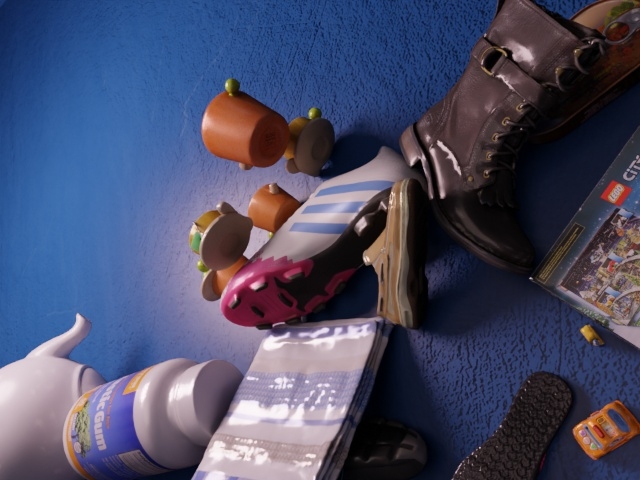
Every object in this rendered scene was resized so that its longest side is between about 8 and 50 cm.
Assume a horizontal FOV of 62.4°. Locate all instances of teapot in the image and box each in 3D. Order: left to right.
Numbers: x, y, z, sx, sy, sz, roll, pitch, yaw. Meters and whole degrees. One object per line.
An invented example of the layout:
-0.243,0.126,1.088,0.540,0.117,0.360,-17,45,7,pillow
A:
-0.429,0.306,0.894,0.187,0.255,0.252,-16,33,-9,teapot

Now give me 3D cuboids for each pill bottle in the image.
-0.238,0.262,0.780,0.272,0.152,0.152,-25,61,29,pill bottle

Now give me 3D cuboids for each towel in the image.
-0.042,0.208,0.635,0.209,0.034,0.285,-10,37,36,towel

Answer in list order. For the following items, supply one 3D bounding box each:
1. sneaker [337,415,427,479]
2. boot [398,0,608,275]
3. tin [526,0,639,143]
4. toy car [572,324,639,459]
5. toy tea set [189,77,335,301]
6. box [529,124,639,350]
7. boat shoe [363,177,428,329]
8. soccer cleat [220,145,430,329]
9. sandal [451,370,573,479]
0.008,0.285,0.638,0.268,0.101,0.106,-18,92,27,sneaker
0.206,-0.122,0.563,0.229,0.091,0.262,-50,54,35,boot
0.289,-0.191,0.604,0.190,0.040,0.106,-39,59,22,tin
0.257,0.144,0.510,0.060,0.041,0.122,-28,60,28,toy car
-0.120,-0.062,0.774,0.124,0.200,0.335,28,98,32,toy tea set
0.337,-0.012,0.499,0.159,0.044,0.233,40,100,39,box
0.082,0.019,0.610,0.072,0.068,0.189,9,117,26,boat shoe
0.000,0.000,0.724,0.331,0.116,0.143,-33,39,19,soccer cleat
0.198,0.217,0.539,0.067,0.040,0.179,33,81,34,sandal
